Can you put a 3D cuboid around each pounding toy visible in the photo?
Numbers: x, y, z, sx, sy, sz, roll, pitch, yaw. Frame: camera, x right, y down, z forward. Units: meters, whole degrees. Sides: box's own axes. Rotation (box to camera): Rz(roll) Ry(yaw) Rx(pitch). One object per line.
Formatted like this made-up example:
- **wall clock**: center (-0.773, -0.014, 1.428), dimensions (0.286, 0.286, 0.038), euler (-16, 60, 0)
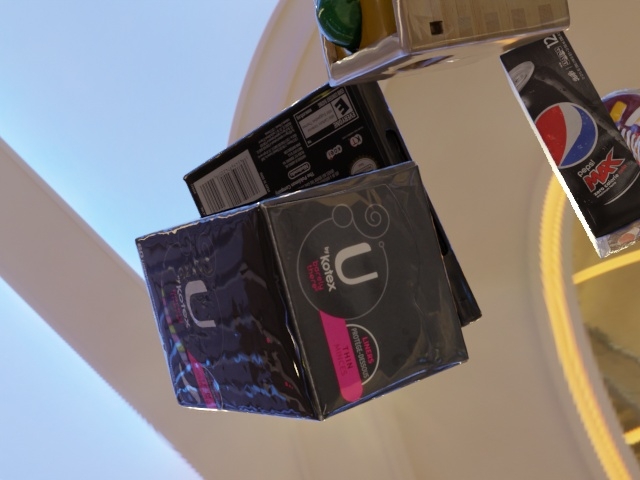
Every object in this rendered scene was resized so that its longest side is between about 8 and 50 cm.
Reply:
- **pounding toy**: center (0.044, -0.188, 0.537), dimensions (0.094, 0.181, 0.206), euler (-12, -86, -16)

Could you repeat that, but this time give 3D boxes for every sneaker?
- **sneaker**: center (0.335, -0.104, 1.166), dimensions (0.084, 0.185, 0.069), euler (-45, -56, -28)

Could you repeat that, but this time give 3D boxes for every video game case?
- **video game case**: center (0.000, 0.000, 1.101), dimensions (0.035, 0.275, 0.248), euler (-21, -94, -44)

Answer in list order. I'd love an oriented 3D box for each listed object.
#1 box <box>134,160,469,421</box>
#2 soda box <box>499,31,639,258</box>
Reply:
- **box**: center (-0.027, 0.045, 0.942), dimensions (0.143, 0.270, 0.165), euler (-17, -88, -29)
- **soda box**: center (0.197, -0.075, 0.867), dimensions (0.053, 0.060, 0.169), euler (-27, -114, 9)
